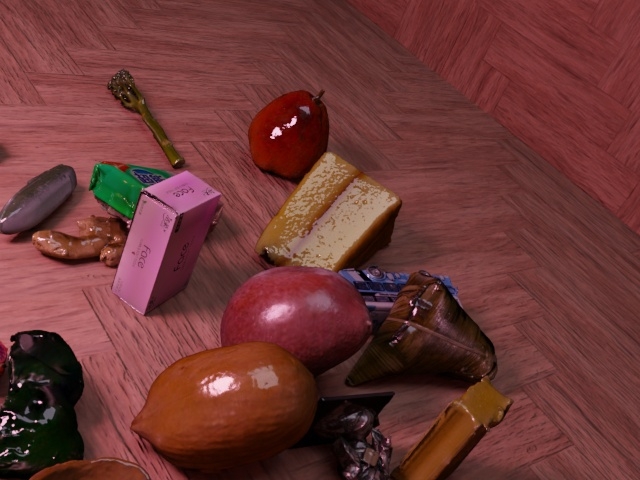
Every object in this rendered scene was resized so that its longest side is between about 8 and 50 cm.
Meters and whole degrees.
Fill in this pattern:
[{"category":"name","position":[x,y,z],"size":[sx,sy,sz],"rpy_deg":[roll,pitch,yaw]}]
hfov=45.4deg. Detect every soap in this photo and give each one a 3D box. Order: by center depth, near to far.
[{"category":"soap","position":[0.228,0.347,1.329],"size":[0.135,0.233,0.076],"rpy_deg":[-18,57,-47]},{"category":"soap","position":[-0.350,-0.090,1.641],"size":[0.218,0.098,0.273],"rpy_deg":[29,12,27]}]

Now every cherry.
[{"category":"cherry","position":[-0.046,0.154,1.407],"size":[0.261,0.307,0.221],"rpy_deg":[-31,106,-56]}]

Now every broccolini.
[{"category":"broccolini","position":[-0.454,-0.316,2.024],"size":[0.074,0.079,0.392],"rpy_deg":[2,44,-49]}]

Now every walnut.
[{"category":"walnut","position":[-0.153,0.260,1.217],"size":[0.298,0.203,0.203],"rpy_deg":[-7,38,-6]}]

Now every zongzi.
[{"category":"zongzi","position":[0.214,0.255,1.595],"size":[0.286,0.288,0.134],"rpy_deg":[46,-18,-21]}]

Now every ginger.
[{"category":"ginger","position":[-0.472,-0.007,1.540],"size":[0.214,0.059,0.133],"rpy_deg":[4,45,-30]}]

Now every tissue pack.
[{"category":"tissue pack","position":[-0.294,0.002,1.464],"size":[0.092,0.246,0.148],"rpy_deg":[33,33,13]}]

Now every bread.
[{"category":"bread","position":[0.000,0.000,1.856],"size":[0.233,0.245,0.362],"rpy_deg":[35,63,13]}]

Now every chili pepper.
[{"category":"chili pepper","position":[-0.417,0.231,1.157],"size":[0.148,0.116,0.264],"rpy_deg":[24,30,-31]}]

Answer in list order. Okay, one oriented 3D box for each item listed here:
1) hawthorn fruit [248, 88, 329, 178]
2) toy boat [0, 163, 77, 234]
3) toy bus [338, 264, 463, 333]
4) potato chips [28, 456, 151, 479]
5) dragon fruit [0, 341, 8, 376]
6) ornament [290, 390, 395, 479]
[{"category":"hawthorn fruit","position":[-0.071,-0.300,2.054],"size":[0.224,0.261,0.224],"rpy_deg":[24,30,-15]},{"category":"toy boat","position":[-0.585,-0.082,1.559],"size":[0.085,0.078,0.260],"rpy_deg":[3,29,10]},{"category":"toy bus","position":[0.171,0.138,1.722],"size":[0.297,0.106,0.131],"rpy_deg":[5,39,-26]},{"category":"potato chips","position":[-0.321,0.387,1.056],"size":[0.195,0.062,0.208],"rpy_deg":[29,30,-3]},{"category":"dragon fruit","position":[-0.546,0.191,1.195],"size":[0.112,0.068,0.126],"rpy_deg":[16,15,-44]},{"category":"ornament","position":[0.072,0.378,1.278],"size":[0.166,0.153,0.196],"rpy_deg":[1,48,-32]}]
